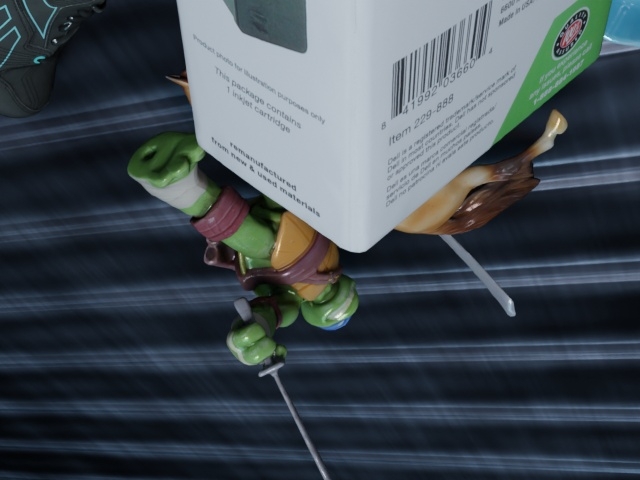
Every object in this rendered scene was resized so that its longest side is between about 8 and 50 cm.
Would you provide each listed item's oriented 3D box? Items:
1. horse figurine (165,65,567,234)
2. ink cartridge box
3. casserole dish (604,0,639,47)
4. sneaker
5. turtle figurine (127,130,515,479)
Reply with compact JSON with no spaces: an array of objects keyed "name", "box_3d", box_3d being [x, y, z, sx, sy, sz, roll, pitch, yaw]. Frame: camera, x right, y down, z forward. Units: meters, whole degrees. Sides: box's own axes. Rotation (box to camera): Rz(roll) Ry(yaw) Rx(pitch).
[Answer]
[{"name":"horse figurine","box_3d":[0.050,-0.080,0.662,0.174,0.066,0.263,-43,118,15]},{"name":"ink cartridge box","box_3d":[0.045,-0.172,0.418,0.121,0.211,0.289,35,147,28]},{"name":"casserole dish","box_3d":[0.182,-0.179,0.532,0.114,0.037,0.188,6,147,40]},{"name":"sneaker","box_3d":[-0.192,-0.169,0.661,0.106,0.101,0.267,16,147,-3]},{"name":"turtle figurine","box_3d":[0.000,0.000,0.747,0.198,0.274,0.266,-33,126,6]}]
